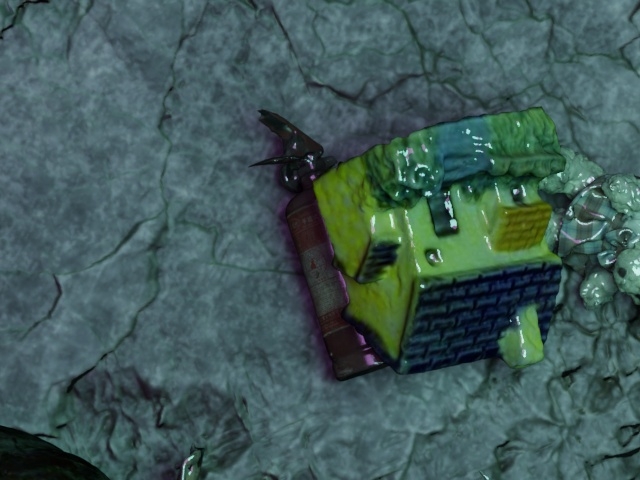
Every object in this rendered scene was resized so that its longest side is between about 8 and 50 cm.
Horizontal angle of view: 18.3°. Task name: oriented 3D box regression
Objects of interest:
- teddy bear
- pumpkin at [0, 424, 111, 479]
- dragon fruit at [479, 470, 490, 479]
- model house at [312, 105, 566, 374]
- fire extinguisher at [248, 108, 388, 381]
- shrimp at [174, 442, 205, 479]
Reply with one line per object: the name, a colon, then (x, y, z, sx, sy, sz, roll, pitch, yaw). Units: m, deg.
teddy bear: (0.276, 0.005, 1.777, 0.213, 0.111, 0.133, 36, 127, 29)
pumpkin: (-0.316, 0.370, 1.620, 0.454, 0.344, 0.454, -13, 63, 27)
dragon fruit: (0.155, 0.337, 1.714, 0.234, 0.233, 0.293, -8, 53, 0)
model house: (0.118, 0.014, 1.715, 0.194, 0.170, 0.211, -9, 81, -41)
fire extinguisher: (0.008, -0.002, 1.783, 0.075, 0.106, 0.252, -19, 84, 18)
shrimp: (-0.072, 0.355, 1.761, 0.247, 0.085, 0.360, -9, 90, -4)
